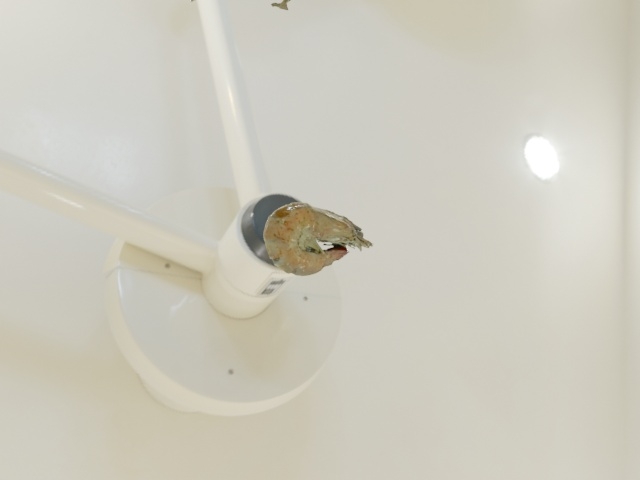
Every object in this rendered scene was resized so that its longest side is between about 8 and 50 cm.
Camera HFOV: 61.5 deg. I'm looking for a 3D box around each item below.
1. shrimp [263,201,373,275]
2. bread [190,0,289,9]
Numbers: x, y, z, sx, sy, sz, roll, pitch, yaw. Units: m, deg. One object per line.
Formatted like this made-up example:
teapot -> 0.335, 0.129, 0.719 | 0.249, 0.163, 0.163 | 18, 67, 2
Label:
shrimp -> 0.000, 0.000, 0.758 | 0.190, 0.042, 0.101 | 4, -96, -38
bread -> -0.074, -0.389, 0.606 | 0.315, 0.279, 0.248 | -107, -7, -57
